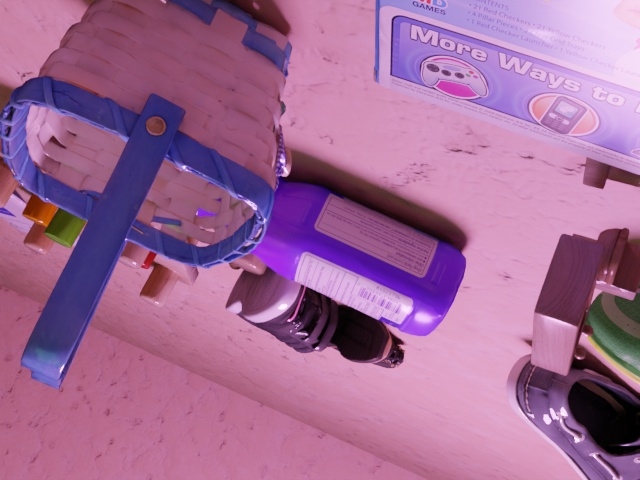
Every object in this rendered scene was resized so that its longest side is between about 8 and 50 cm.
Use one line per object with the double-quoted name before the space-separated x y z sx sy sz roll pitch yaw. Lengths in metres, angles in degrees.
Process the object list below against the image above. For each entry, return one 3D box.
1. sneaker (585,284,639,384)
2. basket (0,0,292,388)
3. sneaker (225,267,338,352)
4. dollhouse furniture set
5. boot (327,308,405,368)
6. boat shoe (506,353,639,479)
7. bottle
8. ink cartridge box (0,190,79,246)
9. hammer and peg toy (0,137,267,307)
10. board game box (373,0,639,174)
"sneaker" 0.331 0.060 0.586 0.295 0.109 0.124 9 133 45
"basket" -0.140 -0.032 0.603 0.201 0.289 0.254 29 163 -12
"sneaker" -0.029 0.085 1.099 0.146 0.105 0.295 27 168 -11
"dollhouse furniture set" 0.208 0.007 0.483 0.123 0.151 0.144 18 163 20
"boot" 0.088 0.152 1.186 0.137 0.077 0.198 28 175 -23
"boat shoe" 0.365 0.245 0.994 0.319 0.116 0.099 37 163 -17
"bottle" 0.000 0.000 0.826 0.282 0.092 0.118 24 161 3
"ink cartridge box" -0.509 -0.103 1.255 0.165 0.065 0.333 14 160 32
"hammer and peg toy" -0.236 -0.007 1.058 0.361 0.127 0.266 24 162 5
"board game box" 0.173 -0.119 0.283 0.308 0.086 0.302 22 161 11
